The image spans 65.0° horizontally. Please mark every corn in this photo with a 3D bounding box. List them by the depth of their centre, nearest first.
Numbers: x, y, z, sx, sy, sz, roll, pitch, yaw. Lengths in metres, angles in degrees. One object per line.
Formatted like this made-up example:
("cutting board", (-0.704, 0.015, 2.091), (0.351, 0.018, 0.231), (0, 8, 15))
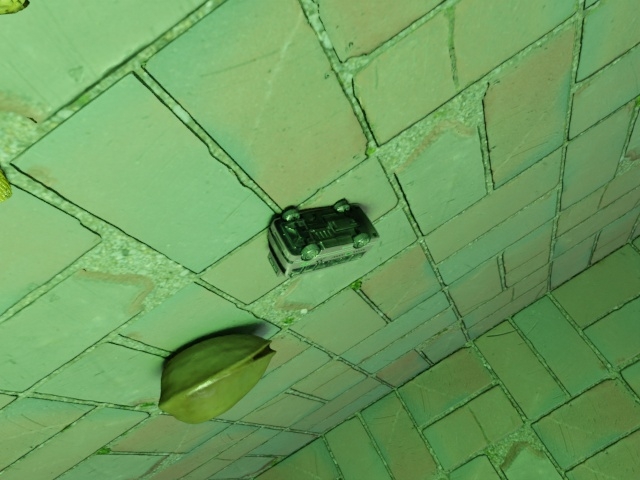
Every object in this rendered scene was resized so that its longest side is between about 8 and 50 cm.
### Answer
("corn", (-0.367, -0.073, 0.557), (0.027, 0.028, 0.083), (-14, 142, -16))

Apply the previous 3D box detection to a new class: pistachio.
("pistachio", (-0.219, 0.286, 1.082), (0.260, 0.163, 0.213), (-30, -177, -5))

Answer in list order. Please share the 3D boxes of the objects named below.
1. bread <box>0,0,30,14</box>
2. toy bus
("bread", (-0.271, -0.228, 0.310), (0.190, 0.132, 0.114), (2, 137, -48))
("toy bus", (0.000, 0.000, 0.917), (0.198, 0.096, 0.108), (-13, 150, -33))
